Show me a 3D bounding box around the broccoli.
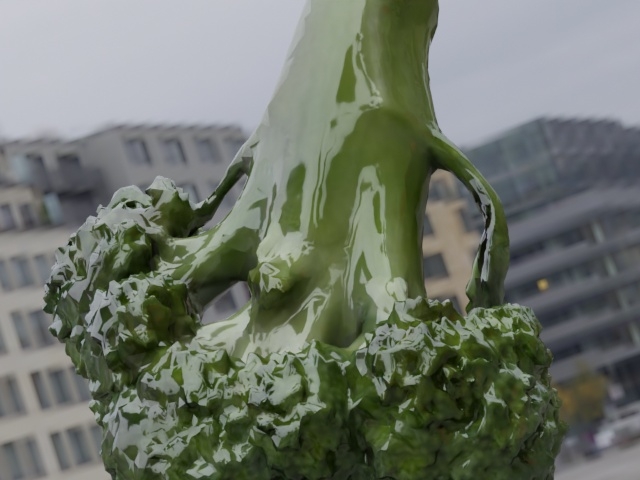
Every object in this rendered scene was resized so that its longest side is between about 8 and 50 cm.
[{"bbox_3d":[-0.010,0.032,0.943,0.254,0.302,0.186,-24,-42,21],"label":"broccoli"}]
